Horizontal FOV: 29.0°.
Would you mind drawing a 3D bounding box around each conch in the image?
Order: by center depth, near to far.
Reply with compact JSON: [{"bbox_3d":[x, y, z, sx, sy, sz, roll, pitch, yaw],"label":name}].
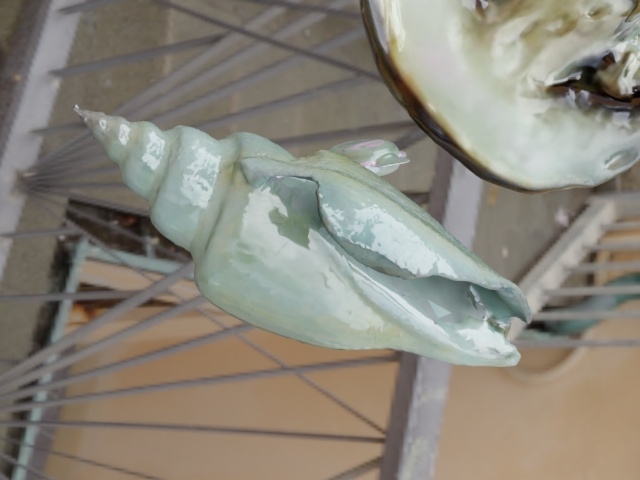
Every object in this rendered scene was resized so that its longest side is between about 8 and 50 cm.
[{"bbox_3d":[0.001,-0.005,0.411,0.180,0.088,0.065,26,55,-13],"label":"conch"}]

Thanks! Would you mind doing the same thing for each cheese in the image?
[{"bbox_3d":[0.020,-0.062,0.955,0.067,0.120,0.026,-19,104,-35],"label":"cheese"}]

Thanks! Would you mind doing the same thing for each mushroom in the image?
[{"bbox_3d":[0.151,-0.162,0.990,0.190,0.267,0.164,-59,179,18],"label":"mushroom"}]
